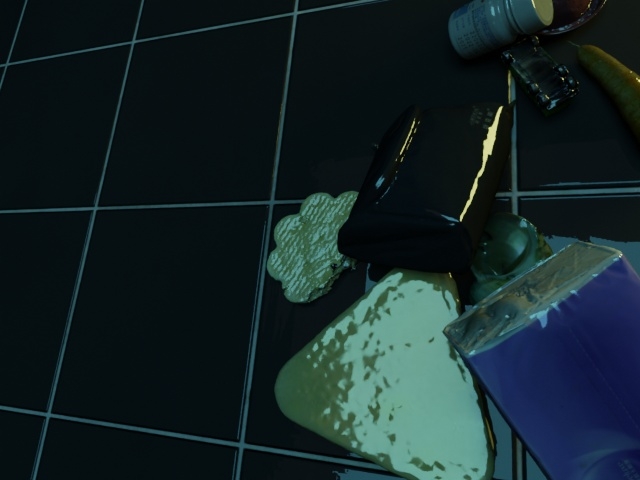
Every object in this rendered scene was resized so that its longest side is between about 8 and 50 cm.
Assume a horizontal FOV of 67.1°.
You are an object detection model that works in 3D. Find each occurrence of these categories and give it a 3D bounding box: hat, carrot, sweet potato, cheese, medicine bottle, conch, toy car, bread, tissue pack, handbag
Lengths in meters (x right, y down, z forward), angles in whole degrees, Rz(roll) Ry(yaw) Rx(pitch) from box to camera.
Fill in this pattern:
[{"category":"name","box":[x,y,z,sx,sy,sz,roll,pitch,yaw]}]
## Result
[{"category":"hat","box":[0.452,-0.494,0.943,0.205,0.089,0.206,-6,71,19]},{"category":"carrot","box":[0.538,-0.270,0.858,0.078,0.078,0.298,-29,62,10]},{"category":"sweet potato","box":[0.348,-0.228,0.926,0.049,0.049,0.117,28,74,25]},{"category":"cheese","box":[0.092,0.240,0.836,0.383,0.104,0.385,-6,72,18]},{"category":"medicine bottle","box":[0.339,-0.424,0.921,0.168,0.105,0.105,-9,68,47]},{"category":"conch","box":[0.316,0.065,0.800,0.175,0.122,0.188,28,83,19]},{"category":"toy car","box":[0.411,-0.312,0.915,0.071,0.062,0.165,-31,66,8]},{"category":"bread","box":[0.000,0.000,0.980,0.250,0.039,0.182,-41,64,4]},{"category":"tissue pack","box":[0.364,0.199,0.652,0.242,0.160,0.338,-36,93,5]},{"category":"handbag","box":[0.157,-0.110,0.826,0.274,0.178,0.302,8,56,31]}]
